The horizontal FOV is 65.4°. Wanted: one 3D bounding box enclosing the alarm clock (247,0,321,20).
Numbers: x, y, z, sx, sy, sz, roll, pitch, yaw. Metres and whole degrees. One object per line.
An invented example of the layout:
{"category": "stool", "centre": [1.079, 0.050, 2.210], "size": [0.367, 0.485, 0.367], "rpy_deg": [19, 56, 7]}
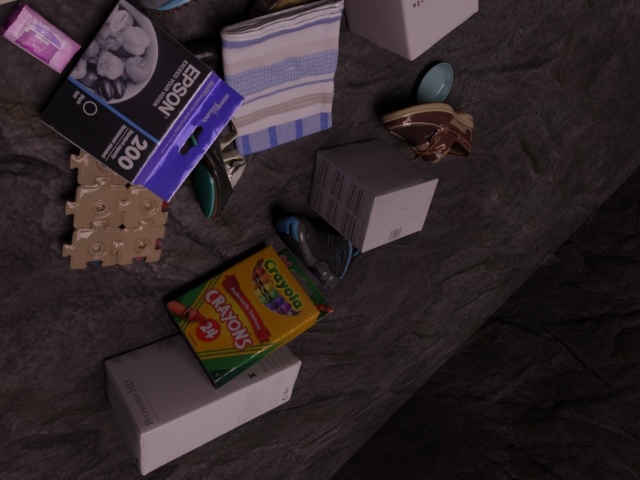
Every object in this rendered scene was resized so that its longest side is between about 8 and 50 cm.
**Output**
{"category": "alarm clock", "centre": [-0.074, -0.352, 0.824], "size": [0.192, 0.064, 0.129], "rpy_deg": [-29, 149, -14]}

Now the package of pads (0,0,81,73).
{"category": "package of pads", "centre": [-0.361, -0.261, 0.646], "size": [0.050, 0.032, 0.083], "rpy_deg": [-51, 144, 3]}

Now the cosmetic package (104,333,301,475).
{"category": "cosmetic package", "centre": [-0.268, 0.327, 1.149], "size": [0.385, 0.217, 0.156], "rpy_deg": [-16, 135, -39]}

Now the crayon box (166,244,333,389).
{"category": "crayon box", "centre": [-0.148, 0.149, 1.106], "size": [0.318, 0.202, 0.081], "rpy_deg": [-31, 161, -23]}

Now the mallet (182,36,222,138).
{"category": "mallet", "centre": [-0.180, -0.251, 0.844], "size": [0.062, 0.039, 0.189], "rpy_deg": [-30, 145, -17]}

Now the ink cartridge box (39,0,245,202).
{"category": "ink cartridge box", "centre": [-0.251, -0.190, 0.719], "size": [0.208, 0.045, 0.206], "rpy_deg": [36, 97, -16]}

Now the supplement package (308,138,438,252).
{"category": "supplement package", "centre": [0.113, -0.109, 1.131], "size": [0.194, 0.203, 0.149], "rpy_deg": [-18, 136, -34]}

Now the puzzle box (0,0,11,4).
{"category": "puzzle box", "centre": [-0.411, -0.363, 0.481], "size": [0.409, 0.052, 0.272], "rpy_deg": [-30, 141, -23]}

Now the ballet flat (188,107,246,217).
{"category": "ballet flat", "centre": [-0.180, -0.150, 0.863], "size": [0.096, 0.095, 0.280], "rpy_deg": [-26, 147, -20]}

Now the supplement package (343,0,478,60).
{"category": "supplement package", "centre": [0.133, -0.487, 0.813], "size": [0.175, 0.177, 0.293], "rpy_deg": [-39, 144, -11]}

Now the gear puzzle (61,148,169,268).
{"category": "gear puzzle", "centre": [-0.329, -0.107, 0.825], "size": [0.175, 0.044, 0.339], "rpy_deg": [-5, 125, -41]}

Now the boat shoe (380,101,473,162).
{"category": "boat shoe", "centre": [0.272, -0.250, 1.201], "size": [0.342, 0.123, 0.123], "rpy_deg": [-5, 89, -50]}

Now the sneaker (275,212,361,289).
{"category": "sneaker", "centre": [0.000, 0.000, 1.197], "size": [0.139, 0.125, 0.341], "rpy_deg": [-43, 154, -3]}

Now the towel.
{"category": "towel", "centre": [-0.062, -0.269, 0.868], "size": [0.209, 0.034, 0.285], "rpy_deg": [-22, 153, -16]}

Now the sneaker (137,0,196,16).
{"category": "sneaker", "centre": [-0.174, -0.420, 0.654], "size": [0.125, 0.104, 0.262], "rpy_deg": [37, 88, -42]}

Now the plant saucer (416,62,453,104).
{"category": "plant saucer", "centre": [0.269, -0.371, 1.197], "size": [0.119, 0.021, 0.119], "rpy_deg": [-27, 141, -25]}
